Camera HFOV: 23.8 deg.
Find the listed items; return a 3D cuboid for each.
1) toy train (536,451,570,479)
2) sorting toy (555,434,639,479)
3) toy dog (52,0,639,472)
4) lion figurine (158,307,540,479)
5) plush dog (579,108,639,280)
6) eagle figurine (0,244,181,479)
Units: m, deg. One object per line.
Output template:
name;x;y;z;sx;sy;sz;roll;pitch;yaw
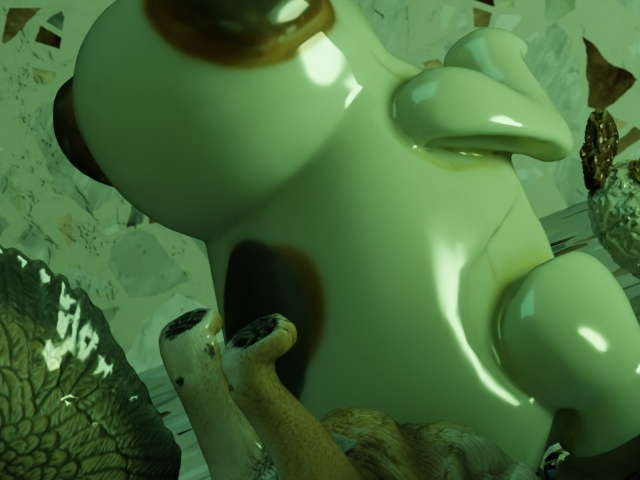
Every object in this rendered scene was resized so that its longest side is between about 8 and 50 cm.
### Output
toy train;0.220;0.142;1.034;0.158;0.027;0.036;-21;15;13
sorting toy;0.186;0.154;0.953;0.083;0.045;0.075;-34;8;34
toy dog;0.000;0.000;0.994;0.395;0.408;0.284;-33;-1;-33
lion figurine;-0.045;0.187;0.704;0.392;0.240;0.142;-38;20;-33
plush dog;0.364;-0.034;1.520;0.225;0.262;0.210;-13;-35;-34
eagle figurine;-0.161;0.174;0.820;0.225;0.298;0.226;-35;52;-26
